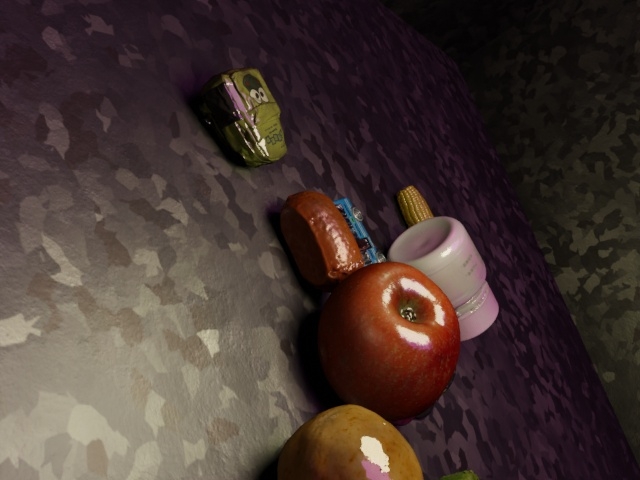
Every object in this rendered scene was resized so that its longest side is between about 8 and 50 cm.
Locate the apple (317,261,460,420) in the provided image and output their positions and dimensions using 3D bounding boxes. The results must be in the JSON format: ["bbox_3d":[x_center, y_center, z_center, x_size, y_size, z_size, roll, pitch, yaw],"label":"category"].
[{"bbox_3d":[0.158,0.224,1.628,0.348,0.277,0.349,16,46,-18],"label":"apple"}]

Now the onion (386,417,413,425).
[{"bbox_3d":[0.192,0.397,1.750,0.115,0.104,0.115,3,84,-27],"label":"onion"}]

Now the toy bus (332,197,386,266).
[{"bbox_3d":[0.066,0.017,1.891,0.134,0.113,0.246,-13,73,-56],"label":"toy bus"}]

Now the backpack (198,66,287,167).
[{"bbox_3d":[-0.186,-0.300,1.772,0.253,0.140,0.207,62,28,-8],"label":"backpack"}]

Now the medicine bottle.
[{"bbox_3d":[0.371,0.119,2.136,0.325,0.256,0.256,56,27,-25],"label":"medicine bottle"}]

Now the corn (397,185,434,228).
[{"bbox_3d":[0.346,-0.044,2.412,0.106,0.106,0.305,2,57,-57],"label":"corn"}]

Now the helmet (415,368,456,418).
[{"bbox_3d":[0.277,0.315,1.902,0.230,0.160,0.279,13,52,-55],"label":"helmet"}]

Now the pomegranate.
[{"bbox_3d":[0.061,0.451,1.329,0.307,0.307,0.307,38,35,-34],"label":"pomegranate"}]

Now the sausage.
[{"bbox_3d":[0.001,0.000,1.761,0.141,0.153,0.268,-18,77,-51],"label":"sausage"}]

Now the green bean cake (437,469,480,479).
[{"bbox_3d":[0.343,0.679,1.711,0.200,0.113,0.214,-14,77,-61],"label":"green bean cake"}]
